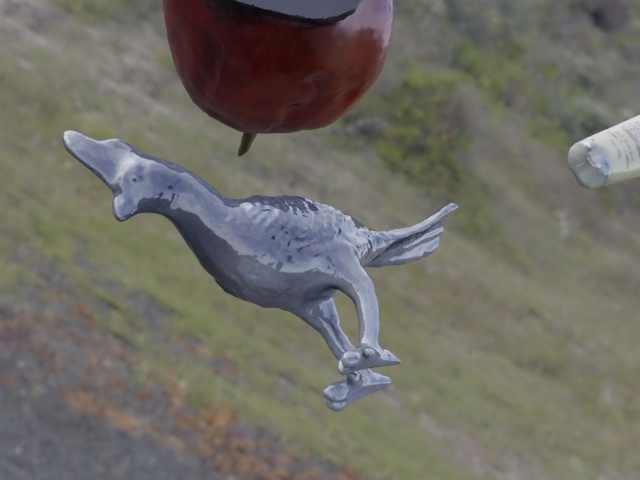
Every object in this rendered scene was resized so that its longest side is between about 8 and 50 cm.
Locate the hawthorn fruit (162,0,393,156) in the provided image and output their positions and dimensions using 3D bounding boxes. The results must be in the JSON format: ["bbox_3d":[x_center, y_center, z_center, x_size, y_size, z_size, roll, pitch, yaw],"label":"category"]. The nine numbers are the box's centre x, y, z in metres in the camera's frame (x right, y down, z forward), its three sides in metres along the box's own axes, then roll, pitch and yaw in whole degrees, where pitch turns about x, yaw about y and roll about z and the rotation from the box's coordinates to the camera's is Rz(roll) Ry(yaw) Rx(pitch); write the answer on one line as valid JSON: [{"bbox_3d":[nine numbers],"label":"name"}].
[{"bbox_3d":[-0.035,-0.162,1.429,0.189,0.251,0.189,3,39,-2],"label":"hawthorn fruit"}]

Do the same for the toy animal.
[{"bbox_3d":[0.000,0.024,1.306,0.367,0.081,0.206,11,41,-40],"label":"toy animal"}]

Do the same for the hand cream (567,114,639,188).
[{"bbox_3d":[0.260,-0.075,1.481,0.143,0.039,0.061,-20,72,-34],"label":"hand cream"}]
